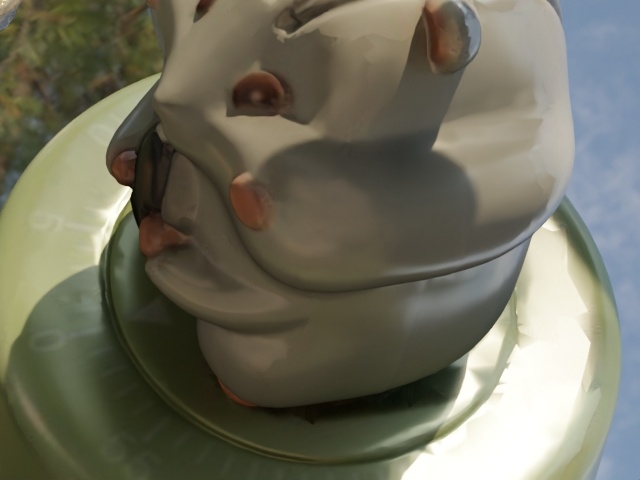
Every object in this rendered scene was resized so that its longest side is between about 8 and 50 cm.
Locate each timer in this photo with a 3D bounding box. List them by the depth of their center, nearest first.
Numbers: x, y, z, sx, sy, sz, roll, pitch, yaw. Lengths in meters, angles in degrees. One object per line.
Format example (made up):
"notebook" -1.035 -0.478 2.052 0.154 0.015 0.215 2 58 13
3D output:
"timer" 0.000 0.000 0.528 0.291 0.291 0.315 33 -34 14

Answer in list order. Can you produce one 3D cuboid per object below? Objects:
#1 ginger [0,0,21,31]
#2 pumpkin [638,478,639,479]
"ginger" -0.176 -0.187 0.828 0.051 0.173 0.069 31 -11 -20
"pumpkin" 0.243 0.152 0.431 0.328 0.257 0.291 17 -57 -29
